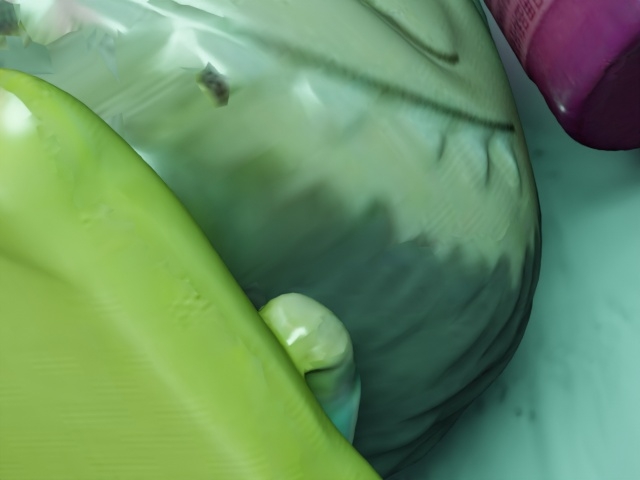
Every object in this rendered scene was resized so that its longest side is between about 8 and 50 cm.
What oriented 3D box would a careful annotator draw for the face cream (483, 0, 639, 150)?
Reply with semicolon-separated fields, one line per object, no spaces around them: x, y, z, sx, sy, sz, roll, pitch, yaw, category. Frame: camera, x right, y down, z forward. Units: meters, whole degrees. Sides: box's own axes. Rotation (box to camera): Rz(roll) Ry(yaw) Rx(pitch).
0.107;-0.152;0.564;0.175;0.175;0.195;-36;72;28;face cream

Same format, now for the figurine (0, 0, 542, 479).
0.000;0.000;0.643;0.266;0.361;0.378;2;37;35;figurine
